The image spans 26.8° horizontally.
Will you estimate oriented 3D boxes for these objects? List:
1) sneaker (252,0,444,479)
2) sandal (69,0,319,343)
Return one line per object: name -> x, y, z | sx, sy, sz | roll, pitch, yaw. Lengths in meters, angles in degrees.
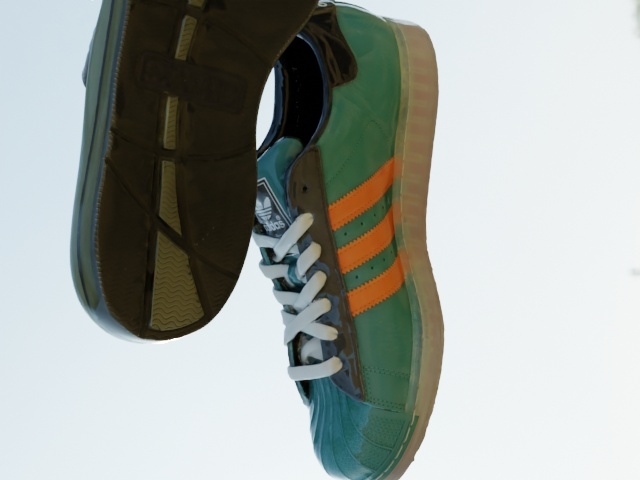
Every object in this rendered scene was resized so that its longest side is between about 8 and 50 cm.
sneaker -> 0.000, 0.000, 0.829 | 0.121, 0.108, 0.302 | 7, -102, -33
sandal -> -0.078, -0.097, 0.705 | 0.120, 0.086, 0.303 | 22, -104, -31
